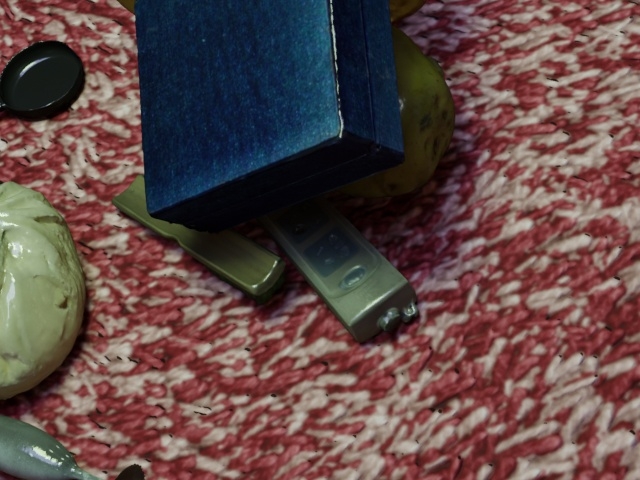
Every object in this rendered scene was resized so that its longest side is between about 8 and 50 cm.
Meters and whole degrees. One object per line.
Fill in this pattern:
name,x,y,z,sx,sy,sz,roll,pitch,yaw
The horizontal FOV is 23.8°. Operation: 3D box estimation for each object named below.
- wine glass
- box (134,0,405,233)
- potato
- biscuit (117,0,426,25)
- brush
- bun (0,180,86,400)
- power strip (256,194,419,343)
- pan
wine glass,-0.277,0.230,1.581,0.198,0.066,0.066,17,64,29
box,-0.057,-0.172,1.589,0.279,0.116,0.261,-20,66,39
potato,0.045,-0.147,1.673,0.228,0.148,0.197,13,91,38
biscuit,-0.072,-0.335,1.712,0.385,0.365,0.062,-12,41,28
brush,-0.136,-0.004,1.709,0.054,0.048,0.282,-45,46,-16
bun,-0.390,0.046,1.694,0.259,0.160,0.259,-11,55,16
power strip,0.001,0.001,1.653,0.080,0.048,0.286,-36,51,-7
pan,-0.396,-0.178,1.925,0.212,0.040,0.115,-30,52,-11
